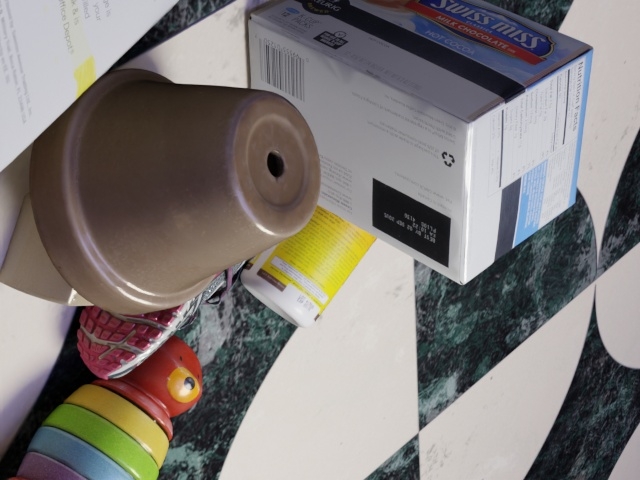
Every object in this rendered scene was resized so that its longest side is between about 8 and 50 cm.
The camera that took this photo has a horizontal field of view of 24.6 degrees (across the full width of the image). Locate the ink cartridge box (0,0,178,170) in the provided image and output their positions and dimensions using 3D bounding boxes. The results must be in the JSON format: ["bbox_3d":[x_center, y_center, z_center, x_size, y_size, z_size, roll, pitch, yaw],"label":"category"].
[{"bbox_3d":[-0.291,-0.243,1.245,0.385,0.160,0.279,-52,150,-40],"label":"ink cartridge box"}]

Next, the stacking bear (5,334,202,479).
[{"bbox_3d":[-0.246,0.233,1.758,0.175,0.164,0.289,50,62,-29],"label":"stacking bear"}]

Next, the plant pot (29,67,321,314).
[{"bbox_3d":[-0.131,-0.060,1.521,0.263,0.229,0.263,12,75,-51],"label":"plant pot"}]

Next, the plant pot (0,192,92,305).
[{"bbox_3d":[-0.269,0.017,1.611,0.109,0.096,0.109,1,114,-52],"label":"plant pot"}]

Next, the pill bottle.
[{"bbox_3d":[0.000,0.000,1.924,0.215,0.117,0.117,-53,146,-8],"label":"pill bottle"}]

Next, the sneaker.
[{"bbox_3d":[-0.164,0.053,1.754,0.299,0.121,0.112,-48,147,-17],"label":"sneaker"}]

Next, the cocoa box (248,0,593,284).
[{"bbox_3d":[0.114,-0.153,1.745,0.228,0.347,0.231,-32,137,-35],"label":"cocoa box"}]
